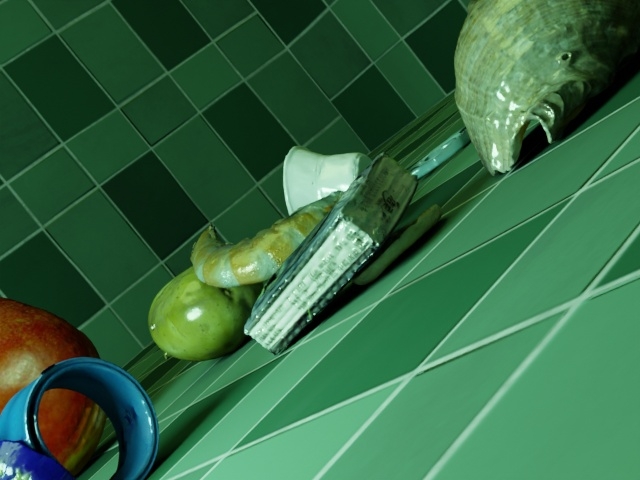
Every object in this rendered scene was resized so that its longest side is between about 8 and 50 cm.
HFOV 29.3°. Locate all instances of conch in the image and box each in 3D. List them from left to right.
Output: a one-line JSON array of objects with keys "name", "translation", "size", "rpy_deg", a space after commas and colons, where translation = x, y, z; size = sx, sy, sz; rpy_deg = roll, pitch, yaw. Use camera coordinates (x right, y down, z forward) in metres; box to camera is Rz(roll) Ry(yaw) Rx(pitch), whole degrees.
[{"name": "conch", "translation": [0.260, -0.234, 1.513], "size": [0.352, 0.210, 0.297], "rpy_deg": [-40, -11, -43]}]

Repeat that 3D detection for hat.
[{"name": "hat", "translation": [0.033, -0.081, 2.108], "size": [0.126, 0.203, 0.203], "rpy_deg": [-14, 16, 27]}]

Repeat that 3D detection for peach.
[{"name": "peach", "translation": [-0.522, 0.275, 1.951], "size": [0.372, 0.373, 0.290], "rpy_deg": [-41, 8, -27]}]

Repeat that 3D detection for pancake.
[{"name": "pancake", "translation": [0.093, 0.005, 1.504], "size": [0.151, 0.025, 0.151], "rpy_deg": [-43, 1, 1]}]

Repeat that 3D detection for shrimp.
[{"name": "shrimp", "translation": [-0.095, 0.012, 1.792], "size": [0.287, 0.068, 0.185], "rpy_deg": [-14, 23, 38]}]

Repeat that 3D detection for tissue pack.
[{"name": "tissue pack", "translation": [0.011, 0.018, 1.492], "size": [0.235, 0.073, 0.173], "rpy_deg": [-49, 5, 37]}]

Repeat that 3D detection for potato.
[{"name": "potato", "translation": [-0.179, 0.111, 1.915], "size": [0.197, 0.149, 0.228], "rpy_deg": [-26, -1, -42]}]

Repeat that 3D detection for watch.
[{"name": "watch", "translation": [-0.297, 0.230, 1.391], "size": [0.171, 0.196, 0.200], "rpy_deg": [-21, 24, 47]}]

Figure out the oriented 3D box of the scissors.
[{"name": "scissors", "translation": [0.295, -0.222, 2.187], "size": [0.360, 0.029, 0.191], "rpy_deg": [-40, 3, -1]}]
